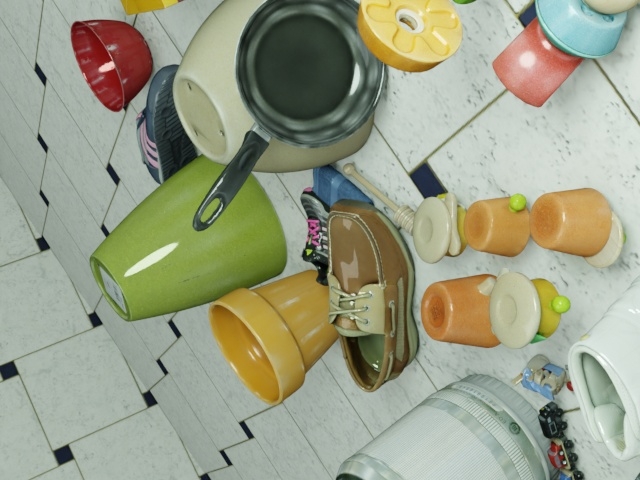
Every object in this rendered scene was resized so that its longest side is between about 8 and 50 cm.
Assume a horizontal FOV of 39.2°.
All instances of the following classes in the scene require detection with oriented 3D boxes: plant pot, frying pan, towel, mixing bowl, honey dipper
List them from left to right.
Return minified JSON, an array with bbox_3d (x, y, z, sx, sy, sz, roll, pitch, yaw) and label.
[{"bbox_3d":[-0.381,-0.344,1.691,0.181,0.098,0.181,40,149,31],"label":"mixing bowl"},{"bbox_3d":[-0.259,0.016,1.644,0.275,0.293,0.275,40,147,32],"label":"plant pot"},{"bbox_3d":[-0.090,-0.205,1.246,0.284,0.191,0.284,40,148,31],"label":"plant pot"},{"bbox_3d":[-0.060,0.149,1.561,0.205,0.188,0.205,41,149,31],"label":"plant pot"},{"bbox_3d":[-0.030,-0.152,1.117,0.053,0.197,0.326,-150,75,-68],"label":"frying pan"},{"bbox_3d":[0.034,-0.069,1.354,0.119,0.029,0.067,42,149,30],"label":"towel"},{"bbox_3d":[0.084,-0.063,1.276,0.160,0.030,0.030,42,149,32],"label":"honey dipper"}]

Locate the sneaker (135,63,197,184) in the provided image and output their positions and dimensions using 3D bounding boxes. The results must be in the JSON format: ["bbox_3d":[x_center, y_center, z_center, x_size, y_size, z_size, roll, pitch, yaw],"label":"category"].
[{"bbox_3d":[-0.302,-0.223,1.670,0.131,0.112,0.319,44,149,20],"label":"sneaker"}]

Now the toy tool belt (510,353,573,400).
[{"bbox_3d":[0.291,0.185,1.159,0.083,0.051,0.052,19,134,51],"label":"toy tool belt"}]

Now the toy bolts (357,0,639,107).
[{"bbox_3d":[0.169,-0.234,0.798,0.228,0.218,0.158,38,145,0],"label":"toy bolts"}]

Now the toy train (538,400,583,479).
[{"bbox_3d":[0.327,0.290,1.219,0.158,0.036,0.027,68,168,-19],"label":"toy train"}]

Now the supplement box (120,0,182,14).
[{"bbox_3d":[-0.184,-0.423,1.173,0.129,0.194,0.191,13,129,55],"label":"supplement box"}]

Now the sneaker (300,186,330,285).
[{"bbox_3d":[0.000,0.000,1.432,0.063,0.074,0.170,9,125,57],"label":"sneaker"}]

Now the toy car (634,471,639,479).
[{"bbox_3d":[0.422,0.352,1.111,0.239,0.053,0.225,33,143,39],"label":"toy car"}]

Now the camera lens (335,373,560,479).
[{"bbox_3d":[0.175,0.345,1.273,0.219,0.274,0.219,40,148,32],"label":"camera lens"}]

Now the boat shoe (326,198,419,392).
[{"bbox_3d":[0.071,0.095,1.334,0.122,0.120,0.324,8,130,33],"label":"boat shoe"}]

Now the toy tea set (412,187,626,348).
[{"bbox_3d":[0.238,0.033,1.070,0.336,0.124,0.200,173,97,-64],"label":"toy tea set"}]

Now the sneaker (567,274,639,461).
[{"bbox_3d":[0.362,0.198,0.928,0.293,0.169,0.108,58,151,-1],"label":"sneaker"}]
